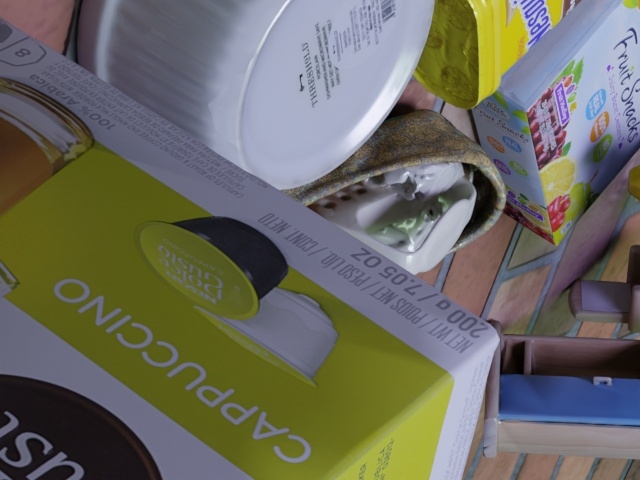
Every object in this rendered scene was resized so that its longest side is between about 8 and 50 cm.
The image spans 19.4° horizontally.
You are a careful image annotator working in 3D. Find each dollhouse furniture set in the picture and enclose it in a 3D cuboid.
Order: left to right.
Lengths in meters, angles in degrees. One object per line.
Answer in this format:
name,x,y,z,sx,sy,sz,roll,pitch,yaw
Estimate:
dollhouse furniture set,0.245,-0.001,1.583,0.286,0.198,0.303,-80,171,-55

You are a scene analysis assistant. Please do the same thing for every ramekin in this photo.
ramekin,-0.028,-0.126,1.071,0.207,0.109,0.207,-37,146,-30

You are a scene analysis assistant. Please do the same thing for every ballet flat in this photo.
ballet flat,0.000,0.000,1.243,0.348,0.123,0.123,-24,139,-43

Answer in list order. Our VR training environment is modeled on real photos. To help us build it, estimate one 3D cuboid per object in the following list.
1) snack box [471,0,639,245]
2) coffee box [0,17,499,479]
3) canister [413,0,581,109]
snack box,0.202,-0.121,1.467,0.174,0.070,0.207,-48,152,-15
coffee box,-0.167,0.157,0.898,0.334,0.337,0.338,-34,146,-43
canister,0.135,-0.189,1.291,0.170,0.073,0.126,-43,150,-24
